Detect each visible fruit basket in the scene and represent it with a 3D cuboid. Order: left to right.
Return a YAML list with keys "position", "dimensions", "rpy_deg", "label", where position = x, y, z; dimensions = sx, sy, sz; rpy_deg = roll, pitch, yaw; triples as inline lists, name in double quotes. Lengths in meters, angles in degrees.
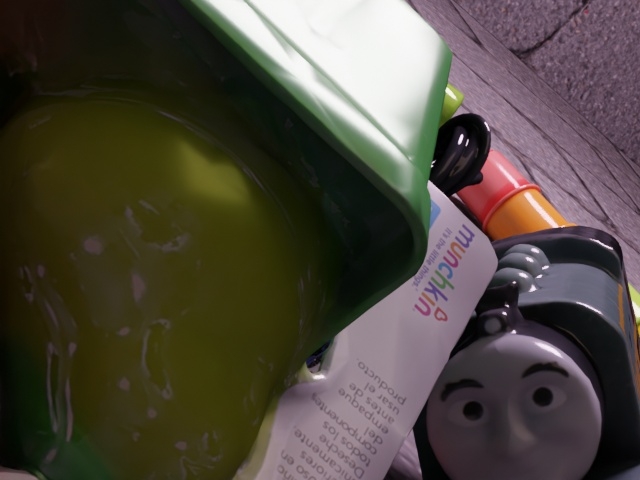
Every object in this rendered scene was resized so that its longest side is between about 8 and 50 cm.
- position: [-0.127, 0.001, 0.363]
  dimensions: [0.327, 0.165, 0.353]
  rpy_deg: [42, 51, -8]
  label: "fruit basket"

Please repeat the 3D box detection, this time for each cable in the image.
- position: [0.000, 0.000, 0.621]
  dimensions: [0.047, 0.184, 0.150]
  rpy_deg: [55, 21, 9]
  label: "cable"

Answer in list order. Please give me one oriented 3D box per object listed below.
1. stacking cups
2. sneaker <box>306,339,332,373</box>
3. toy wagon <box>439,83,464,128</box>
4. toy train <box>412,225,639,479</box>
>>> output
- position: [0.246, 0.032, 1.342]
  dimensions: [0.316, 0.096, 0.096]
  rpy_deg: [51, 17, 24]
  label: "stacking cups"
- position: [-0.019, 0.080, 0.589]
  dimensions: [0.087, 0.083, 0.221]
  rpy_deg: [34, 12, -2]
  label: "sneaker"
- position: [0.006, -0.193, 1.217]
  dimensions: [0.267, 0.068, 0.344]
  rpy_deg: [38, 6, -2]
  label: "toy wagon"
- position: [0.113, 0.097, 0.666]
  dimensions: [0.334, 0.142, 0.190]
  rpy_deg: [-23, 100, -75]
  label: "toy train"
